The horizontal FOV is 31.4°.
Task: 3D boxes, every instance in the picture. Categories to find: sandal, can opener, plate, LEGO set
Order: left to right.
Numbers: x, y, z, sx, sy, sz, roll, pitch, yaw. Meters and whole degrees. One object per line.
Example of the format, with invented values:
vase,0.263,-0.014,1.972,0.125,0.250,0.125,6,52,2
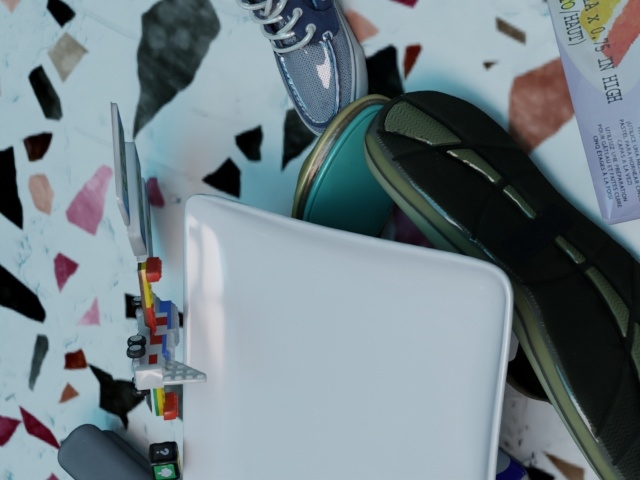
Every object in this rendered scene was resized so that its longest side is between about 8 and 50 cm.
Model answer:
LEGO set,-0.114,0.045,0.826,0.060,0.182,0.244,-5,70,-4
can opener,-0.091,0.232,0.944,0.283,0.076,0.095,35,85,23
plate,0.013,0.120,0.751,0.277,0.045,0.278,14,109,42
sandal,0.133,0.033,0.730,0.302,0.120,0.086,54,143,18

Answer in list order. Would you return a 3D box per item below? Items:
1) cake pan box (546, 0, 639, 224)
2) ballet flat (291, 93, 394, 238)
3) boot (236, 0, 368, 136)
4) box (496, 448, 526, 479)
cake pan box,0.247,-0.161,0.628,0.246,0.070,0.266,-12,93,32
ballet flat,0.000,0.000,0.823,0.073,0.080,0.232,39,121,55
boot,-0.028,-0.160,0.796,0.069,0.086,0.190,-16,91,35
box,0.055,0.182,0.822,0.137,0.072,0.126,37,119,23
